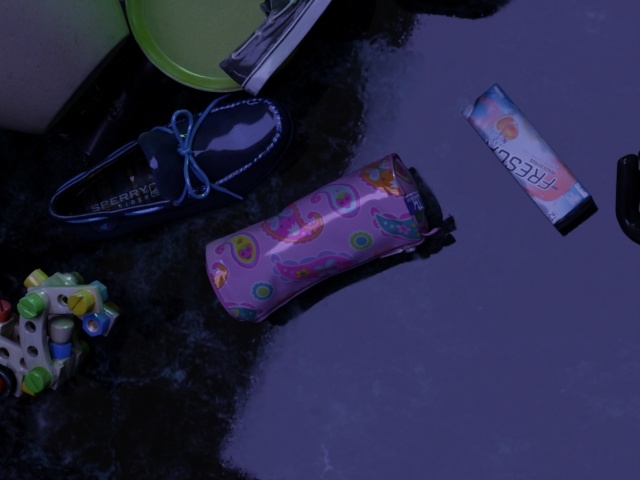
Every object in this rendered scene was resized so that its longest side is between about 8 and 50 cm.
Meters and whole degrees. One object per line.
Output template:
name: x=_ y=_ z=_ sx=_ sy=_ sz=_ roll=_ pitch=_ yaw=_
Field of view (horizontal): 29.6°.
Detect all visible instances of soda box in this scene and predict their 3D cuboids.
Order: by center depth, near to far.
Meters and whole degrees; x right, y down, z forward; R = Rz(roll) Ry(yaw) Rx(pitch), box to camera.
soda box: x=0.250 y=-0.100 z=1.464 sx=0.058 sy=0.063 sz=0.183 roll=-40 pitch=74 yaw=9

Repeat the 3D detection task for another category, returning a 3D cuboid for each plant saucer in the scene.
plant saucer: x=-0.133 y=-0.310 z=1.580 sx=0.240 sy=0.037 sz=0.241 roll=1 pitch=87 yaw=-9

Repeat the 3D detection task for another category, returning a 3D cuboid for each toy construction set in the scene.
toy construction set: x=-0.425 y=0.086 z=1.601 sx=0.327 sy=0.151 sz=0.215 roll=30 pitch=117 yaw=25

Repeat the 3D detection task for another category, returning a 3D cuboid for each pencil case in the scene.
pencil case: x=0.000 y=0.000 z=1.500 sx=0.284 sy=0.124 sz=0.124 roll=-25 pitch=77 yaw=11

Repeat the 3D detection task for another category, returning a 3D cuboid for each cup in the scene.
cup: x=-0.375 y=-0.267 z=1.470 sx=0.237 sy=0.331 sz=0.331 roll=41 pitch=96 yaw=-9

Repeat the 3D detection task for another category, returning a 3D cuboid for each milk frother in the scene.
milk frother: x=0.424 y=-0.054 z=1.394 sx=0.143 sy=0.129 sz=0.135 roll=-15 pitch=117 yaw=-13

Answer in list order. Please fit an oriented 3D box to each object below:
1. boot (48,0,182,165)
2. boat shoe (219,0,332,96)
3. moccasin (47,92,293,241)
boot: x=-0.325 y=-0.245 z=1.639 sx=0.246 sy=0.094 sz=0.207 roll=43 pitch=93 yaw=11
boat shoe: x=-0.042 y=-0.287 z=1.535 sx=0.070 sy=0.078 sz=0.219 roll=39 pitch=83 yaw=-7
moccasin: x=-0.194 y=-0.082 z=1.568 sx=0.342 sy=0.117 sz=0.138 roll=-30 pitch=76 yaw=11
